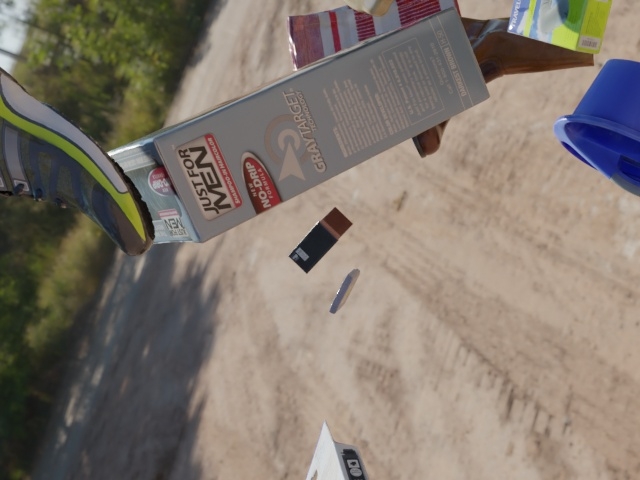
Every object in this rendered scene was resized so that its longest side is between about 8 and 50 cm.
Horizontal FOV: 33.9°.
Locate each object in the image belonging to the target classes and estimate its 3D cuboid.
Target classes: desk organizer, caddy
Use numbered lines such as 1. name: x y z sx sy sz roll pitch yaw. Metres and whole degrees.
1. desk organizer: 0.000 0.000 1.790 0.050 0.047 0.130 -45 -2 -38
2. caddy: 0.568 -0.157 1.777 0.179 0.341 0.241 -62 -14 -7

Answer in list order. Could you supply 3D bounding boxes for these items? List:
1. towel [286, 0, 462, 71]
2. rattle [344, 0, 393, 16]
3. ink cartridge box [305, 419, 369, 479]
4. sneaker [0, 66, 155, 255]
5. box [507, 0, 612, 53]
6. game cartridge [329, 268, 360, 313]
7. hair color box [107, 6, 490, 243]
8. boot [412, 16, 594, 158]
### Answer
1. towel: 0.111 -0.347 1.941 0.037 0.329 0.237 72 -174 -67
2. rattle: 0.025 -0.403 1.455 0.199 0.143 0.130 58 141 31
3. ink cartridge box: 0.020 0.394 1.459 0.208 0.045 0.206 -112 33 -55
4. sneaker: -0.281 -0.073 0.962 0.121 0.300 0.111 -53 -6 -5
5. box: 0.305 -0.310 1.353 0.178 0.042 0.109 -141 58 -60
6. game cartridge: 0.043 0.093 1.902 0.083 0.017 0.056 -64 -15 22
7. hair color box: -0.026 -0.122 1.126 0.374 0.113 0.185 -29 11 -25
8. boot: 0.274 -0.246 1.585 0.096 0.280 0.264 62 -147 -43
